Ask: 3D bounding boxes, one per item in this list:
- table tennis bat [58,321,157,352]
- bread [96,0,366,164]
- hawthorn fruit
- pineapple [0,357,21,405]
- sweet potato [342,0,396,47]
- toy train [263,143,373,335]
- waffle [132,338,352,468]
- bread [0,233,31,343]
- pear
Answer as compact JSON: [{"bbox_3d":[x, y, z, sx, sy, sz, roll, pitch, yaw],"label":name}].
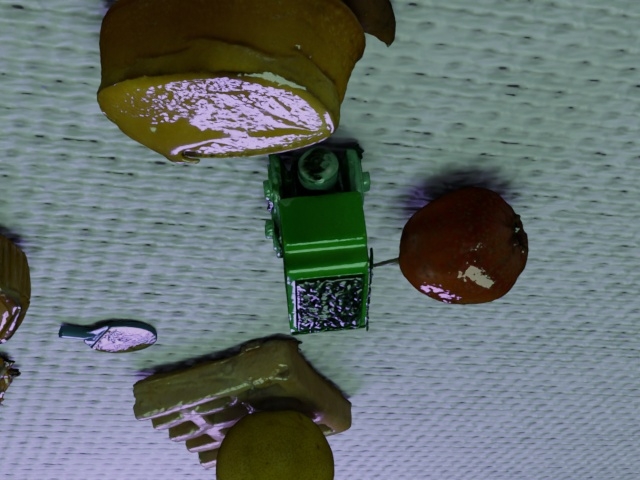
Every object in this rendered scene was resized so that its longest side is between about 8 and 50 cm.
[{"bbox_3d":[-0.325,0.146,1.888,0.155,0.019,0.100,10,148,-32],"label":"table tennis bat"},{"bbox_3d":[-0.091,-0.174,1.212,0.269,0.143,0.195,-2,154,24],"label":"bread"},{"bbox_3d":[0.139,0.015,1.650,0.285,0.165,0.165,-7,156,37],"label":"hawthorn fruit"},{"bbox_3d":[-0.579,0.228,1.923,0.225,0.076,0.225,-5,149,-3],"label":"pineapple"},{"bbox_3d":[0.018,-0.261,1.183,0.057,0.057,0.264,-17,150,18],"label":"sweet potato"},{"bbox_3d":[0.000,0.000,1.517,0.132,0.188,0.243,-6,150,-3],"label":"toy train"},{"bbox_3d":[-0.126,0.285,2.123,0.304,0.077,0.348,-16,150,14],"label":"waffle"},{"bbox_3d":[-0.473,0.059,1.611,0.199,0.104,0.199,-3,147,-2],"label":"bread"},{"bbox_3d":[-0.077,0.388,2.040,0.209,0.209,0.209,-5,151,-3],"label":"pear"}]
